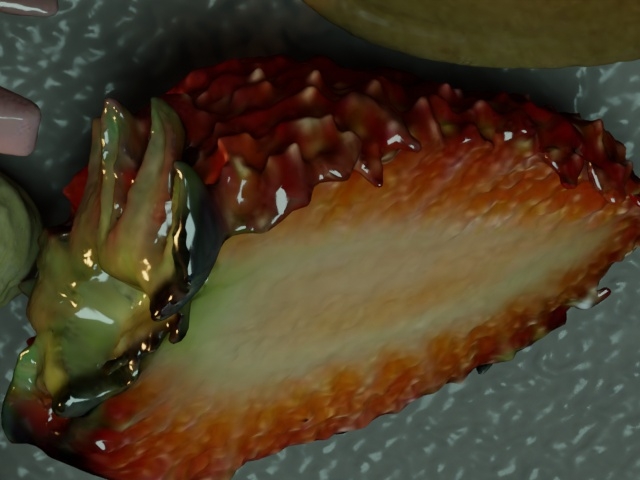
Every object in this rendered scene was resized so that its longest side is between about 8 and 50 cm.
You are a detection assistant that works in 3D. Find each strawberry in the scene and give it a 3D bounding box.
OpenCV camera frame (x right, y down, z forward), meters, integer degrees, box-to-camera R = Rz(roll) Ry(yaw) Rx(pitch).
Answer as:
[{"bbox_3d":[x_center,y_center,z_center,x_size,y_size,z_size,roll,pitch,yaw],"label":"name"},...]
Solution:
[{"bbox_3d":[0.000,0.000,0.888,0.306,0.138,0.233,-6,141,-41],"label":"strawberry"}]

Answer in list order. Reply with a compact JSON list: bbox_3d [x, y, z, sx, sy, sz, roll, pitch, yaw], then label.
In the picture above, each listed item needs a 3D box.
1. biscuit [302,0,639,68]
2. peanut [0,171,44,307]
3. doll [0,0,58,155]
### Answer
[{"bbox_3d":[0.062,-0.230,0.720,0.358,0.074,0.381,-5,130,16],"label":"biscuit"},{"bbox_3d":[-0.208,-0.018,0.849,0.187,0.082,0.082,26,112,-23],"label":"peanut"},{"bbox_3d":[-0.218,-0.066,0.754,0.262,0.211,0.093,-36,156,-39],"label":"doll"}]
